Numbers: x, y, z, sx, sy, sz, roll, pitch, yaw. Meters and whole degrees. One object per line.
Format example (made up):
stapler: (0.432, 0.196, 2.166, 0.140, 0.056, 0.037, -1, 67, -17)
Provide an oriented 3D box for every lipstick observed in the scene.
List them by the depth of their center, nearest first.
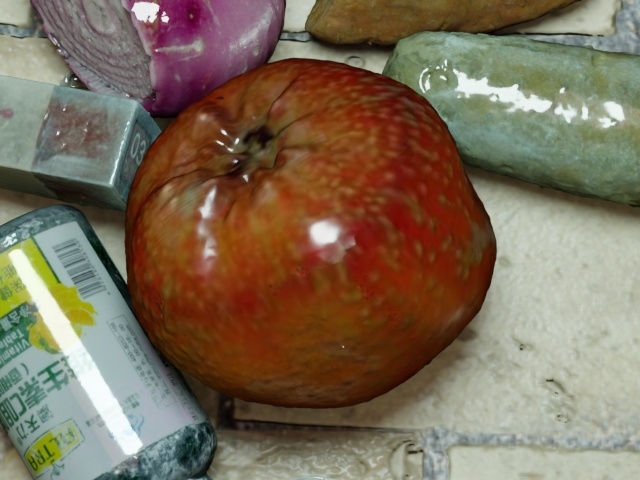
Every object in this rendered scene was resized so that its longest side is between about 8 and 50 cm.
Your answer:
lipstick: (-0.316, -0.098, 1.489, 0.372, 0.080, 0.076, 11, 77, 14)

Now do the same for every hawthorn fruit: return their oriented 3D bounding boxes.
hawthorn fruit: (0.000, 0.000, 1.429, 0.275, 0.300, 0.275, -10, 71, 31)

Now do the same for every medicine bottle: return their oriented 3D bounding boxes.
medicine bottle: (-0.176, 0.126, 1.458, 0.141, 0.141, 0.293, -32, 82, -7)

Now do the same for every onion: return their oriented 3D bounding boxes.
onion: (-0.121, -0.201, 1.503, 0.201, 0.207, 0.200, -11, 110, -32)

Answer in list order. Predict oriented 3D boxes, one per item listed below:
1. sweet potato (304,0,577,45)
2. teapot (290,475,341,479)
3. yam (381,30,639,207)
sweet potato: (0.109, -0.211, 1.552, 0.252, 0.097, 0.097, -7, 79, -1)
teapot: (0.003, 0.222, 1.489, 0.083, 0.064, 0.064, 13, 69, -31)
yam: (0.210, -0.100, 1.514, 0.330, 0.133, 0.133, 12, 79, 1)
